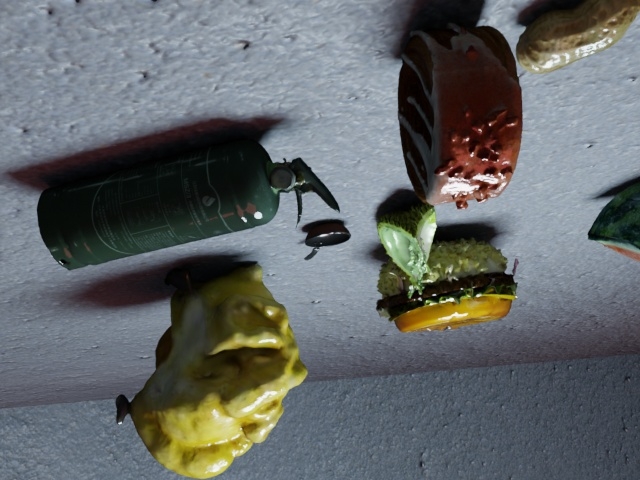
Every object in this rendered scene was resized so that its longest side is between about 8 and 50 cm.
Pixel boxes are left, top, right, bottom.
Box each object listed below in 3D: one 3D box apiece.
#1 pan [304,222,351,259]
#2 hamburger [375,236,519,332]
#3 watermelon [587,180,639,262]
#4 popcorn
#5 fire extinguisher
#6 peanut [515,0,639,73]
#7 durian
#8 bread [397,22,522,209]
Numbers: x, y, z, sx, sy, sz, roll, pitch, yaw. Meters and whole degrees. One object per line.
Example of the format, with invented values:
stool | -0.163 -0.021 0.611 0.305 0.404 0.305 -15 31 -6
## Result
pan | 0.000 0.000 1.281 0.068 0.023 0.115 -1 159 -27
hamburger | 0.209 0.073 1.431 0.243 0.139 0.262 -10 169 5
watermelon | 0.496 0.017 1.266 0.207 0.202 0.136 -11 -156 39
popcorn | -0.153 0.197 1.394 0.281 0.297 0.316 19 119 -29
fire extinguisher | -0.141 -0.039 0.929 0.311 0.115 0.095 -14 -169 13
peanut | 0.219 -0.180 0.745 0.113 0.054 0.054 -23 159 33
durian | 0.126 0.009 1.241 0.086 0.100 0.215 -7 155 4
bread | 0.115 -0.107 0.749 0.073 0.161 0.160 -3 163 -8
